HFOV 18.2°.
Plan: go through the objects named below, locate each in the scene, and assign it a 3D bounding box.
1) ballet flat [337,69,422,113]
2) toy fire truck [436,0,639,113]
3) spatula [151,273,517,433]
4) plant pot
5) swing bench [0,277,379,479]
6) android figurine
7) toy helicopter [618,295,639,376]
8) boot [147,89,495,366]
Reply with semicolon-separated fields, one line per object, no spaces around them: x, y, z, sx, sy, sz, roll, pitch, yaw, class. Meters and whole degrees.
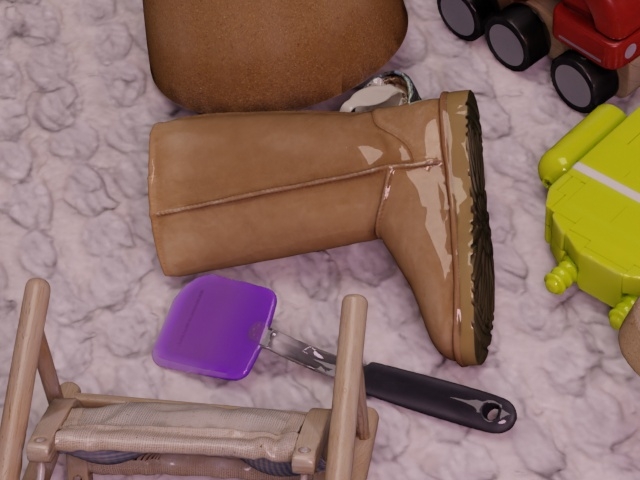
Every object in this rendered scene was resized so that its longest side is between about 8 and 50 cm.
0.012;-0.084;1.688;0.070;0.070;0.188;32;58;30;ballet flat
0.219;-0.273;1.717;0.158;0.246;0.217;-36;53;-24;toy fire truck
0.011;0.095;1.539;0.296;0.030;0.084;16;73;16;spatula
-0.060;-0.278;1.721;0.237;0.254;0.237;-8;36;6;plant pot
-0.100;0.176;1.395;0.253;0.165;0.255;4;53;9;swing bench
0.292;-0.028;1.612;0.248;0.056;0.273;29;56;28;android figurine
0.346;0.162;1.368;0.235;0.140;0.355;-16;55;-40;toy helicopter
0.000;0.000;1.596;0.269;0.089;0.236;-7;68;15;boot
